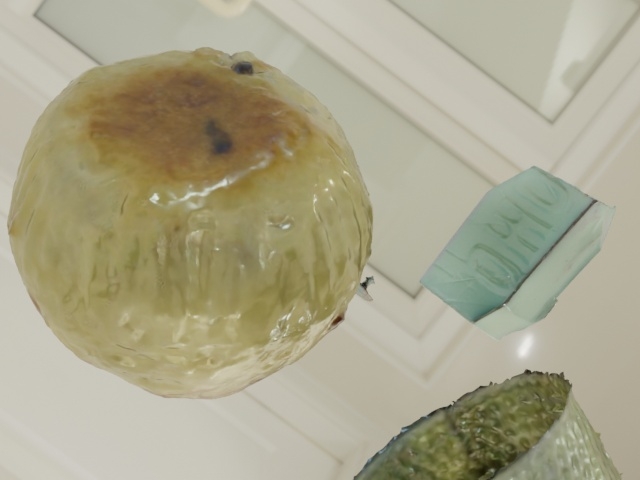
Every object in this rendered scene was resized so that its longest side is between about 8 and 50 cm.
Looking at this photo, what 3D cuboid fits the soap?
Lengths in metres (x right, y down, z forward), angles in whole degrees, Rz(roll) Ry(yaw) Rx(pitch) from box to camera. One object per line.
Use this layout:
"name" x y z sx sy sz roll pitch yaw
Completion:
"soap" 0.255 0.008 1.438 0.230 0.145 0.091 -53 143 3

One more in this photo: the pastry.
"pastry" -0.131 -0.011 1.184 0.388 0.388 0.312 -56 161 -48

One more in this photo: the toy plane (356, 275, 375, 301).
"toy plane" 0.004 -0.005 1.530 0.104 0.223 0.326 -53 180 -24

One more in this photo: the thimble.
"thimble" 0.165 0.265 1.131 0.271 0.150 0.271 -31 -174 4
